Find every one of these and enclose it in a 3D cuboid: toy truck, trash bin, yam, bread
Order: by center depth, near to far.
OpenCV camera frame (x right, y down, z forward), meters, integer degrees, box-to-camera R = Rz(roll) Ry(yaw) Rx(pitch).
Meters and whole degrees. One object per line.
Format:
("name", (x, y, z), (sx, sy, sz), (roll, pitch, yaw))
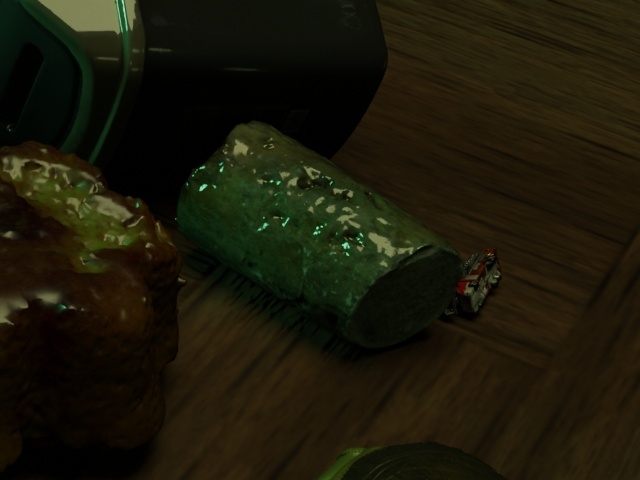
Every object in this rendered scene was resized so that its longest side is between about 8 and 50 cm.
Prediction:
("bread", (-0.199, 0.038, 1.127), (0.232, 0.135, 0.246), (-7, 39, -30))
("yam", (0.000, 0.000, 1.260), (0.194, 0.107, 0.107), (32, 40, 27))
("toy truck", (0.114, 0.032, 1.316), (0.032, 0.024, 0.083), (0, 27, 25))
("trash bin", (-0.113, -0.145, 1.339), (0.290, 0.209, 0.182), (-1, 59, -26))

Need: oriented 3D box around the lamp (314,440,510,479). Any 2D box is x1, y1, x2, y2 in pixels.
("lamp", (0.041, 0.206, 0.904), (0.161, 0.185, 0.161), (7, 35, -5))
